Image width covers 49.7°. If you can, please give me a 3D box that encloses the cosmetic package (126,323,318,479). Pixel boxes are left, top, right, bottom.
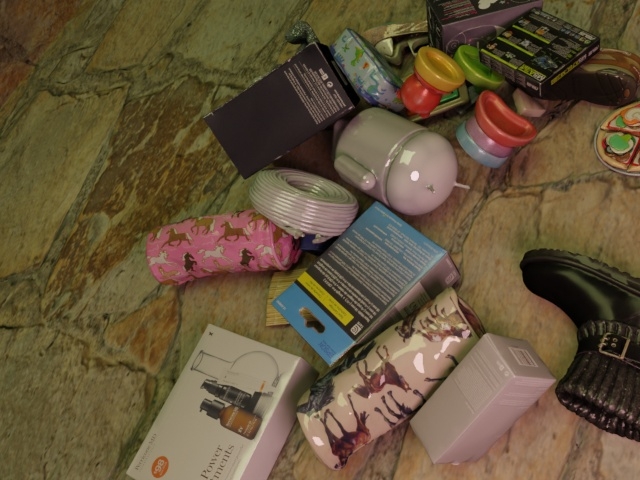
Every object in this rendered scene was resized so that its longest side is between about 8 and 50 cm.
[{"bbox_3d":[-0.213,0.396,1.503,0.284,0.097,0.377,12,66,38],"label":"cosmetic package"}]

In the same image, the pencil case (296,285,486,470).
[{"bbox_3d":[0.142,0.274,1.331,0.410,0.183,0.160,-37,17,7],"label":"pencil case"}]

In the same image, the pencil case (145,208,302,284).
[{"bbox_3d":[-0.243,0.016,1.727,0.386,0.167,0.160,-9,77,24],"label":"pencil case"}]

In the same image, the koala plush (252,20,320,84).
[{"bbox_3d":[-0.074,-0.458,1.946,0.221,0.196,0.203,-30,59,3],"label":"koala plush"}]

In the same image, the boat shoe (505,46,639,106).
[{"bbox_3d":[0.575,-0.397,1.593,0.324,0.123,0.120,21,64,31],"label":"boat shoe"}]

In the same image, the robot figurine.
[{"bbox_3d":[0.173,-0.183,1.605,0.299,0.200,0.353,-23,40,-33],"label":"robot figurine"}]

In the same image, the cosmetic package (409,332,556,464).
[{"bbox_3d":[0.282,0.284,1.218,0.238,0.127,0.107,-53,44,26],"label":"cosmetic package"}]

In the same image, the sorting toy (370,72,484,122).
[{"bbox_3d":[0.279,-0.393,1.778,0.347,0.047,0.196,-19,47,20],"label":"sorting toy"}]

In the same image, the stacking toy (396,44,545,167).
[{"bbox_3d":[0.344,-0.303,1.576,0.309,0.279,0.130,47,131,11],"label":"stacking toy"}]

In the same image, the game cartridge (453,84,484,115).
[{"bbox_3d":[0.369,-0.354,1.736,0.083,0.017,0.056,-39,52,0],"label":"game cartridge"}]

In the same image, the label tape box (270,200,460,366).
[{"bbox_3d":[0.094,0.106,1.490,0.333,0.106,0.240,-44,47,-5],"label":"label tape box"}]

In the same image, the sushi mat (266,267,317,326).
[{"bbox_3d":[0.018,0.119,1.608,0.316,0.019,0.151,-9,54,24],"label":"sushi mat"}]

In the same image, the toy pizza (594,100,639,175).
[{"bbox_3d":[0.684,-0.224,1.458,0.201,0.032,0.201,-15,53,21],"label":"toy pizza"}]

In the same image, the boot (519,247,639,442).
[{"bbox_3d":[0.473,0.174,1.241,0.348,0.131,0.260,24,73,38],"label":"boot"}]

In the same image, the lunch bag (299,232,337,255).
[{"bbox_3d":[0.000,0.000,1.652,0.067,0.098,0.065,4,80,29],"label":"lunch bag"}]

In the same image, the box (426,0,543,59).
[{"bbox_3d":[0.399,-0.522,1.696,0.247,0.163,0.142,-13,48,1],"label":"box"}]

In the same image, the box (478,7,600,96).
[{"bbox_3d":[0.484,-0.423,1.537,0.184,0.045,0.190,-40,52,-9],"label":"box"}]

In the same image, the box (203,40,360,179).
[{"bbox_3d":[-0.080,-0.328,1.715,0.312,0.179,0.343,-30,10,13],"label":"box"}]

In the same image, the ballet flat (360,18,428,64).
[{"bbox_3d":[0.236,-0.539,1.881,0.315,0.107,0.106,-7,63,27],"label":"ballet flat"}]

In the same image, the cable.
[{"bbox_3d":[-0.039,-0.093,1.595,0.257,0.257,0.089,28,112,25],"label":"cable"}]

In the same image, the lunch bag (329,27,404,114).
[{"bbox_3d":[0.131,-0.419,1.738,0.090,0.176,0.219,-44,62,23],"label":"lunch bag"}]
